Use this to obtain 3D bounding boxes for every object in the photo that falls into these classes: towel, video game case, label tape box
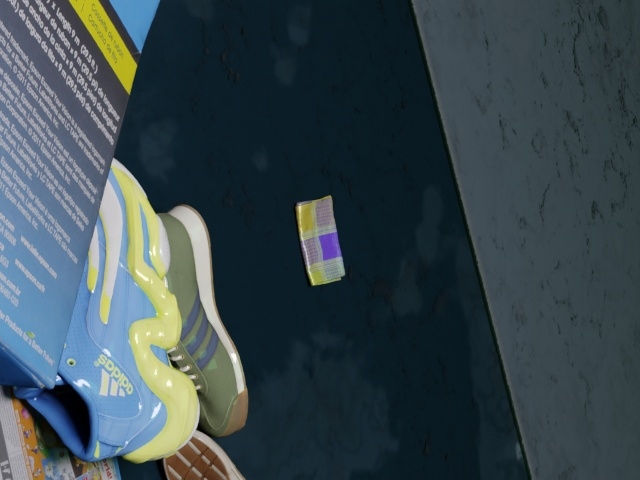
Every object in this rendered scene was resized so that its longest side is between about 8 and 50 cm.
[{"bbox_3d":[0.000,0.000,1.286,0.060,0.009,0.083,-10,91,-56],"label":"towel"},{"bbox_3d":[-0.213,0.144,0.954,0.166,0.015,0.119,-16,96,-54],"label":"video game case"},{"bbox_3d":[-0.219,-0.103,0.854,0.240,0.106,0.333,64,33,-60],"label":"label tape box"}]

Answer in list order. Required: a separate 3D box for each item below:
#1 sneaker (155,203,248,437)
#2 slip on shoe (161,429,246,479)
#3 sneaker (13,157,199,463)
[{"bbox_3d":[-0.121,0.073,1.063,0.086,0.064,0.192,-18,98,-47],"label":"sneaker"},{"bbox_3d":[-0.086,0.200,1.103,0.135,0.051,0.041,50,6,-26],"label":"slip on shoe"},{"bbox_3d":[-0.166,0.048,0.956,0.126,0.091,0.240,-14,81,-54],"label":"sneaker"}]
